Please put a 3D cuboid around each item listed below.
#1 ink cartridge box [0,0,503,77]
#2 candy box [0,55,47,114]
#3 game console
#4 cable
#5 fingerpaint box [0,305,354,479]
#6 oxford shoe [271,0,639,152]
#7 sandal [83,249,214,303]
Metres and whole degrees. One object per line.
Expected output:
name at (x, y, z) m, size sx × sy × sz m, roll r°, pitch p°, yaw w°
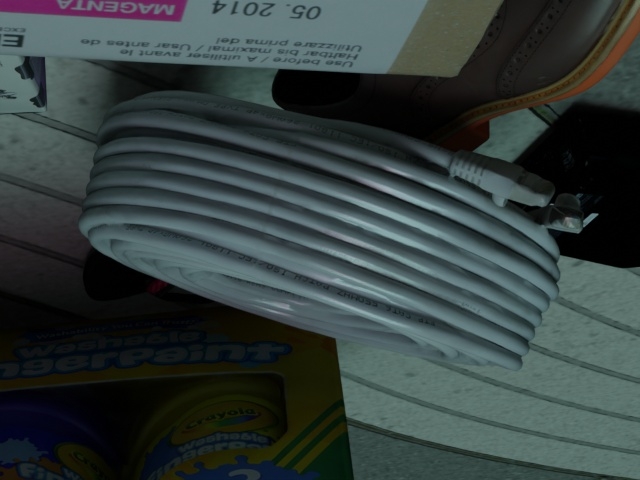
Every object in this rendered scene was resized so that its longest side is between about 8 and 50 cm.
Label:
ink cartridge box at (-0.064, -0.156, 0.519) m, size 0.235 × 0.193 × 0.088 m, roll 2°, pitch 152°, yaw -15°
candy box at (-0.220, -0.095, 0.687) m, size 0.196 × 0.070 × 0.165 m, roll -3°, pitch 175°, yaw -5°
game console at (0.266, -0.074, 0.929) m, size 0.213 × 0.044 × 0.361 m, roll 5°, pitch 152°, yaw -25°
cable at (0.000, 0.000, 0.857) m, size 0.257 × 0.089 × 0.257 m, roll 16°, pitch 172°, yaw 5°
fingerpaint box at (-0.196, 0.194, 0.998) m, size 0.445 × 0.371 × 0.163 m, roll -6°, pitch 112°, yaw 0°
oxford shoe at (0.070, -0.111, 0.754) m, size 0.098 × 0.097 × 0.271 m, roll 13°, pitch 149°, yaw -26°
sandal at (-0.072, 0.014, 1.029) m, size 0.179 × 0.040 × 0.067 m, roll -14°, pitch 153°, yaw 14°
